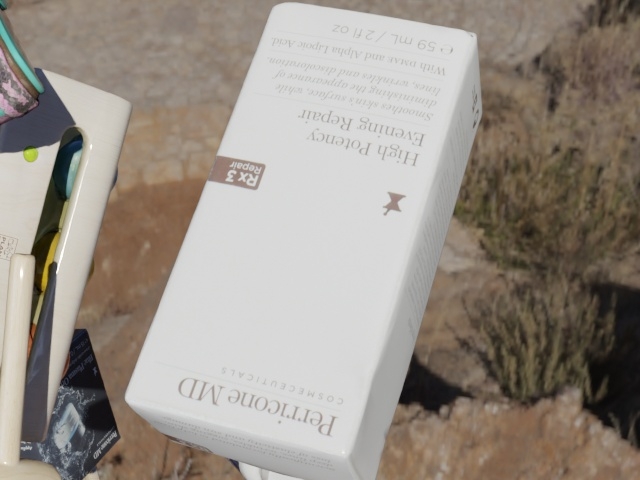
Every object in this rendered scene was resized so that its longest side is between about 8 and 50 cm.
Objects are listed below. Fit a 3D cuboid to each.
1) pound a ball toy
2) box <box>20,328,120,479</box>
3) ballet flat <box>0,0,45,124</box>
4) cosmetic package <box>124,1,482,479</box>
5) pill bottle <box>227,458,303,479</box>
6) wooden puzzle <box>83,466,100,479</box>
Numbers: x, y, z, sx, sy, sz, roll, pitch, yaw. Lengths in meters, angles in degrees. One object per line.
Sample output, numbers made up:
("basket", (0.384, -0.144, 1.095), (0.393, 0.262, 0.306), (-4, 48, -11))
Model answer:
("pound a ball toy", (-0.218, 0.038, 0.843), (0.208, 0.135, 0.319), (8, 83, 47))
("box", (-0.331, 0.209, 1.322), (0.093, 0.158, 0.156), (-5, 20, 22))
("ballet flat", (-0.246, -0.156, 0.753), (0.079, 0.077, 0.222), (-25, 54, 0))
("cosmetic package", (0.000, 0.000, 0.573), (0.117, 0.085, 0.231), (11, 68, 16))
("pill bottle", (-0.054, 0.185, 1.020), (0.067, 0.067, 0.120), (-25, 29, -22))
("wooden puzzle", (-0.382, 0.512, 1.568), (0.080, 0.322, 0.348), (2, 54, -45))
